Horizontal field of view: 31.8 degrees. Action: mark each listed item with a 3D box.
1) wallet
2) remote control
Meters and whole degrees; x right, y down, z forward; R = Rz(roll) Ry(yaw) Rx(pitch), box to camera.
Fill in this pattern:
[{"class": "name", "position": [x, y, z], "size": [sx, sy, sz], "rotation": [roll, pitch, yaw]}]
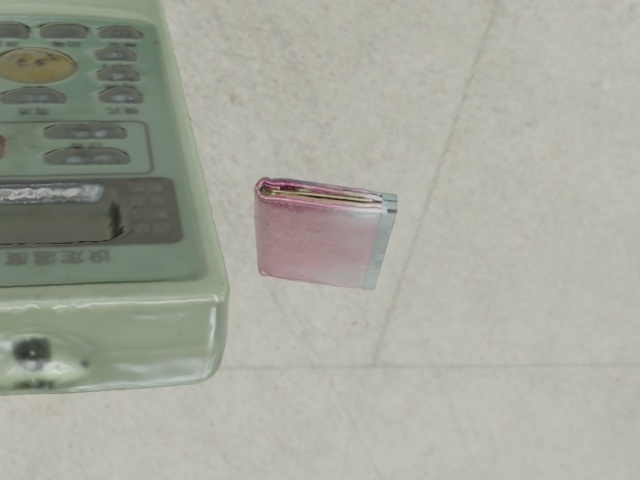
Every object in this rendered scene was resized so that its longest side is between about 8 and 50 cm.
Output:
[{"class": "wallet", "position": [0.000, 0.000, 1.011], "size": [0.119, 0.232, 0.025], "rotation": [7, 71, 0]}, {"class": "remote control", "position": [-0.111, -0.048, 0.436], "size": [0.123, 0.285, 0.038], "rotation": [0, 125, -12]}]
